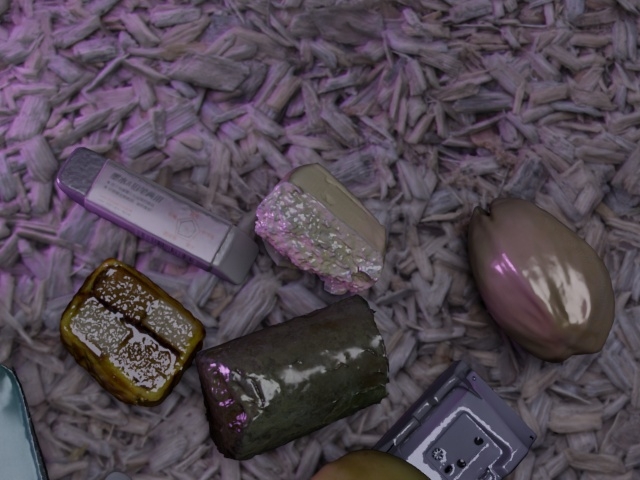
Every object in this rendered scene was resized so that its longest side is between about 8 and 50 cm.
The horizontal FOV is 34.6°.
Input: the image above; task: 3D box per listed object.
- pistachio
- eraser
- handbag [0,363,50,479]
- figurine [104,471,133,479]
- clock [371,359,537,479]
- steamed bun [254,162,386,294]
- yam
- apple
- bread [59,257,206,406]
[{"bbox_3d":[0.371,0.057,1.759,0.331,0.208,0.226,54,27,20],"label":"pistachio"},{"bbox_3d":[-0.270,-0.041,1.719,0.352,0.061,0.089,28,72,-3],"label":"eraser"},{"bbox_3d":[-0.560,0.334,1.540,0.274,0.100,0.268,-17,83,-15],"label":"handbag"},{"bbox_3d":[-0.320,0.430,1.548,0.192,0.126,0.147,-14,68,-33],"label":"figurine"},{"bbox_3d":[0.221,0.341,1.704,0.186,0.083,0.253,45,71,2],"label":"clock"},{"bbox_3d":[0.000,0.000,1.706,0.225,0.200,0.170,42,111,0],"label":"steamed bun"},{"bbox_3d":[-0.042,0.217,1.624,0.300,0.195,0.195,-20,80,-16],"label":"yam"},{"bbox_3d":[0.075,0.449,1.560,0.263,0.262,0.262,3,74,-11],"label":"apple"},{"bbox_3d":[-0.305,0.149,1.643,0.222,0.096,0.181,39,68,1],"label":"bread"}]
